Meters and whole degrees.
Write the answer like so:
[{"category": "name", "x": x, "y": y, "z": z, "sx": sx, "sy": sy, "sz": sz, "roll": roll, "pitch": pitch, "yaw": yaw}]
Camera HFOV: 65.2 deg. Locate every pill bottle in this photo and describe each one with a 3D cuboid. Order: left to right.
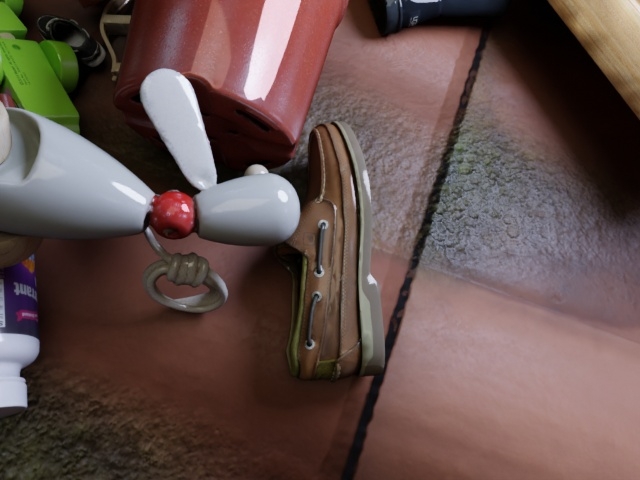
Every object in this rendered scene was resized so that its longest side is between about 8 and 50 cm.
[{"category": "pill bottle", "x": -0.343, "y": 0.078, "z": 0.500, "sx": 0.108, "sy": 0.108, "sz": 0.194, "roll": -11, "pitch": 70, "yaw": -10}]

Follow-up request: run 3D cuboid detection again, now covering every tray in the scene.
[{"category": "tray", "x": 0.425, "y": -0.276, "z": 0.687, "sx": 0.202, "sy": 0.076, "sz": 0.411, "roll": -8, "pitch": 66, "yaw": -44}]

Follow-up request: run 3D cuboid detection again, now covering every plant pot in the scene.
[{"category": "plant pot", "x": -0.100, "y": -0.240, "z": 0.583, "sx": 0.272, "sy": 0.272, "sz": 0.265, "roll": 11, "pitch": 76, "yaw": -1}]

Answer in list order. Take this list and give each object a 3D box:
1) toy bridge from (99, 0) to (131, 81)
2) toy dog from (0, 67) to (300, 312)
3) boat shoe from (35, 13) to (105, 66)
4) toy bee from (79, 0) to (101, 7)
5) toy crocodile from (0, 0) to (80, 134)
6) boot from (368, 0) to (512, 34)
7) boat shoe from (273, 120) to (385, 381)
[{"category": "toy bridge", "x": -0.273, "y": -0.300, "z": 0.701, "sx": 0.063, "sy": 0.026, "sz": 0.188, "roll": 3, "pitch": 68, "yaw": -2}, {"category": "toy dog", "x": -0.201, "y": -0.068, "z": 0.481, "sx": 0.333, "sy": 0.220, "sz": 0.161, "roll": 19, "pitch": 45, "yaw": -33}, {"category": "boat shoe", "x": -0.342, "y": -0.276, "z": 0.669, "sx": 0.125, "sy": 0.038, "sz": 0.046, "roll": 39, "pitch": 85, "yaw": 19}, {"category": "toy bee", "x": -0.381, "y": -0.453, "z": 0.657, "sx": 0.298, "sy": 0.162, "sz": 0.195, "roll": 34, "pitch": 72, "yaw": 17}, {"category": "toy crocodile", "x": -0.413, "y": -0.251, "z": 0.629, "sx": 0.340, "sy": 0.105, "sz": 0.115, "roll": 52, "pitch": 37, "yaw": 9}, {"category": "boot", "x": 0.165, "y": -0.434, "z": 0.761, "sx": 0.207, "sy": 0.094, "sz": 0.247, "roll": -13, "pitch": 76, "yaw": -7}, {"category": "boat shoe", "x": 0.000, "y": 0.000, "z": 0.564, "sx": 0.104, "sy": 0.111, "sz": 0.307, "roll": -3, "pitch": 69, "yaw": -8}]
